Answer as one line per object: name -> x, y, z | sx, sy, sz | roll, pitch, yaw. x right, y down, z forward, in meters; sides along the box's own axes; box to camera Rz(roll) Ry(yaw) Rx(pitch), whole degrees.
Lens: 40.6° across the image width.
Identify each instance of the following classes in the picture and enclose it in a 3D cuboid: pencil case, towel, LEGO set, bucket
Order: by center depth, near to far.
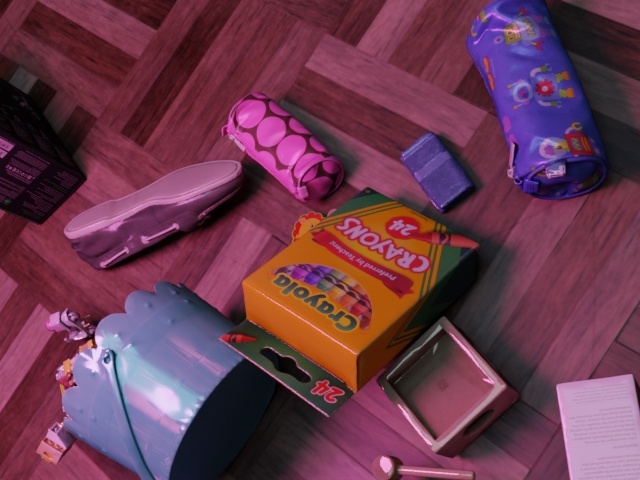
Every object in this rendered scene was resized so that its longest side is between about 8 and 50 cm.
pencil case -> 0.294, -0.199, 1.205 | 0.133, 0.119, 0.306 | -11, 66, -3
bucket -> -0.202, 0.213, 1.218 | 0.183, 0.281, 0.281 | 30, 87, 22
towel -> 0.173, -0.102, 1.283 | 0.067, 0.029, 0.119 | -38, 61, 10
pencil case -> -0.062, -0.145, 1.373 | 0.098, 0.095, 0.209 | -30, 54, -27
LEGO set -> -0.402, 0.255, 1.374 | 0.107, 0.132, 0.287 | -30, 41, 20

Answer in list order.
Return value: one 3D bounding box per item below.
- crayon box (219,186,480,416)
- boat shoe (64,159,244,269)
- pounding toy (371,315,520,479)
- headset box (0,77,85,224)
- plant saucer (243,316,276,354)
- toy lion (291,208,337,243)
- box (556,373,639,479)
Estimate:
crayon box -> 0.042, 0.068, 1.157 | 0.202, 0.081, 0.318 | 29, 50, 29
boat shoe -> -0.265, -0.041, 1.445 | 0.335, 0.096, 0.112 | -19, 30, 15
pounding toy -> 0.158, 0.241, 1.136 | 0.206, 0.094, 0.181 | -44, 60, 6
headset box -> -0.599, -0.199, 1.552 | 0.131, 0.246, 0.283 | -43, 61, 6
plant saucer -> -0.084, 0.144, 1.328 | 0.083, 0.015, 0.084 | -8, 70, 23
toy lion -> 0.000, 0.000, 1.331 | 0.096, 0.034, 0.100 | -20, 66, 26
box -> 0.346, 0.257, 1.022 | 0.091, 0.130, 0.171 | -12, 69, 21
